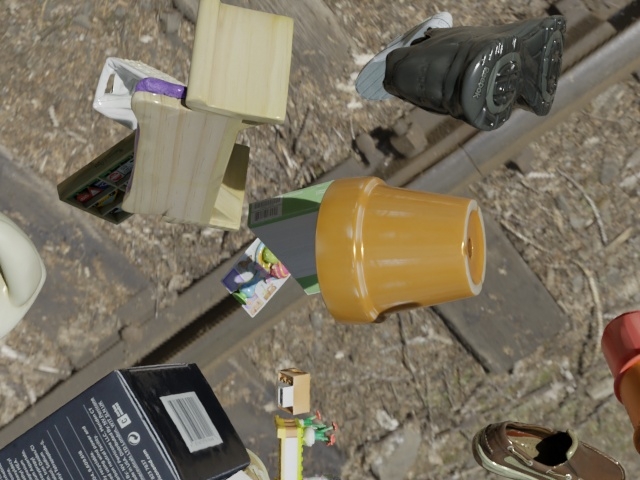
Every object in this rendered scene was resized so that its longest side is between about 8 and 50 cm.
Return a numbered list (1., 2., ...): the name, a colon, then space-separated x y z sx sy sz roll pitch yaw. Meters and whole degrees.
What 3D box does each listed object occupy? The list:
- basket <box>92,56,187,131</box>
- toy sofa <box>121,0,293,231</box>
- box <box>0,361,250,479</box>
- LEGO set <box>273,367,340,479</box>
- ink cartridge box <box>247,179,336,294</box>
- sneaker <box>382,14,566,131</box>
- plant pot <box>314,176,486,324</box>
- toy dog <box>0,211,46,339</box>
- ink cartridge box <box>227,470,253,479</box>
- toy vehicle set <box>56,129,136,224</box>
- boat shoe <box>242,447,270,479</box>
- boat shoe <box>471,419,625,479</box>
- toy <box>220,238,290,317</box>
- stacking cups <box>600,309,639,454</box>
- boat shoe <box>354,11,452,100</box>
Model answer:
1. basket: -0.348 -0.282 1.758 0.167 0.103 0.113 30 111 19
2. toy sofa: -0.159 -0.154 1.173 0.177 0.150 0.362 10 156 -10
3. box: -0.186 0.200 0.727 0.207 0.153 0.108 -34 77 8
4. LEGO set: 0.004 0.294 1.026 0.107 0.286 0.132 0 155 -8
5. ink cartridge box: 0.000 0.000 1.567 0.171 0.056 0.235 -15 142 21
6. sneaker: 0.164 -0.182 0.900 0.130 0.286 0.109 16 109 29
7. plant pot: 0.118 0.013 1.192 0.188 0.205 0.205 -1 120 23
8. toy dog: -0.569 0.005 1.064 0.408 0.284 0.395 39 150 -22
9. ink cartridge box: -0.136 0.425 1.119 0.171 0.168 0.232 42 69 0
10. toy vehicle set: -0.355 -0.132 1.711 0.267 0.035 0.166 -31 151 19
11. boat shoe: -0.111 0.392 1.433 0.045 0.135 0.050 -1 130 -51
12. boat shoe: 0.363 0.331 1.337 0.258 0.095 0.095 15 139 -17
13. toy: -0.109 0.056 2.058 0.237 0.056 0.137 -47 124 -16
14. stacking cups: 0.302 0.179 0.697 0.096 0.316 0.096 0 122 0
15. boat shoe: 0.159 -0.332 1.608 0.226 0.075 0.083 -27 112 41
